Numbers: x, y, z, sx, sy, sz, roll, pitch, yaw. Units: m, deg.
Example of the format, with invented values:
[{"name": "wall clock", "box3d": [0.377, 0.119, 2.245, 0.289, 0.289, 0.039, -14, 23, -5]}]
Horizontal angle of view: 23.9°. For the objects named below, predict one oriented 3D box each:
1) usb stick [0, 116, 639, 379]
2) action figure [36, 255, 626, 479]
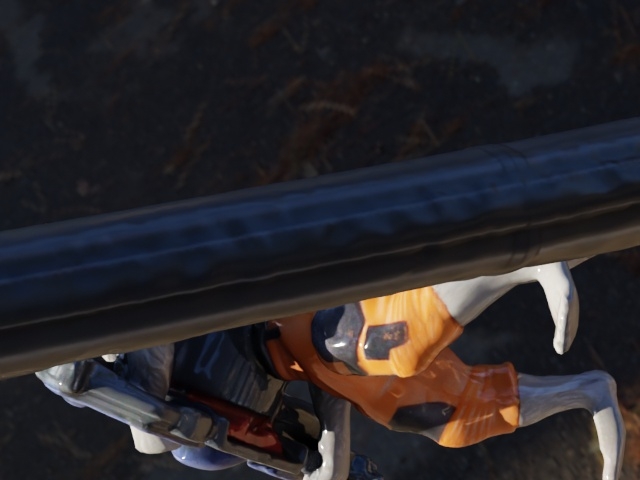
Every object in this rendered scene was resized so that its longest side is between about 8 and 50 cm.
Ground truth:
[{"name": "usb stick", "box3d": [0.000, 0.000, 0.496, 0.278, 0.045, 0.077, -11, 5, -23]}, {"name": "action figure", "box3d": [0.012, 0.059, 0.879, 0.330, 0.341, 0.179, 6, 77, 22]}]
